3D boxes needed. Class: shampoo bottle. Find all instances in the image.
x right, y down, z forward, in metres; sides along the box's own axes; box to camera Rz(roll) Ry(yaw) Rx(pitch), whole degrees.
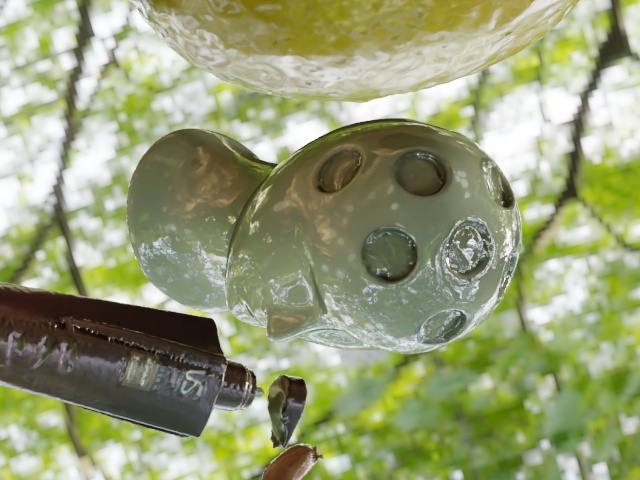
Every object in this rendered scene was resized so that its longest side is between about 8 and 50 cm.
[{"bbox_3d":[-0.116,0.080,1.240,0.236,0.068,0.067,14,-151,-27],"label":"shampoo bottle"}]

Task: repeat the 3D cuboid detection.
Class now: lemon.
[{"bbox_3d":[0.001,-0.259,1.383,0.364,0.364,0.364,-15,-160,6],"label":"lemon"}]

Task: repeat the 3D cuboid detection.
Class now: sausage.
[{"bbox_3d":[-0.048,0.225,1.529,0.042,0.036,0.158,26,-101,26],"label":"sausage"}]

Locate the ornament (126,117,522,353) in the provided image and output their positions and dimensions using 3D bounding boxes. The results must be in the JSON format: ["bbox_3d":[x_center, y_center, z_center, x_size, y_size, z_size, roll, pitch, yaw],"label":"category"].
[{"bbox_3d":[0.000,0.000,0.632,0.081,0.075,0.156,-50,-152,-19],"label":"ornament"}]
